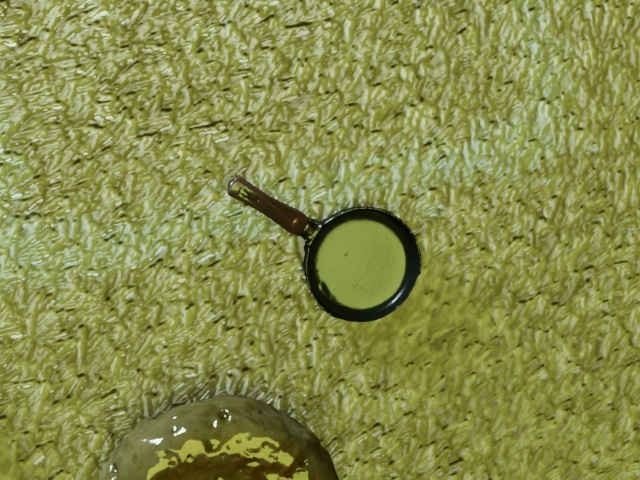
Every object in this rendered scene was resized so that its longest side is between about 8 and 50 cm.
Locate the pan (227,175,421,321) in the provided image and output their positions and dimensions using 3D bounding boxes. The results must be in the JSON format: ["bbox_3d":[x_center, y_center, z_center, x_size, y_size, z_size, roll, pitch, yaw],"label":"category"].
[{"bbox_3d":[-0.001,-0.001,0.914,0.212,0.040,0.115,31,91,-20],"label":"pan"}]

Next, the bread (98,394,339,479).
[{"bbox_3d":[-0.090,0.249,0.889,0.229,0.123,0.230,0,92,-8],"label":"bread"}]
